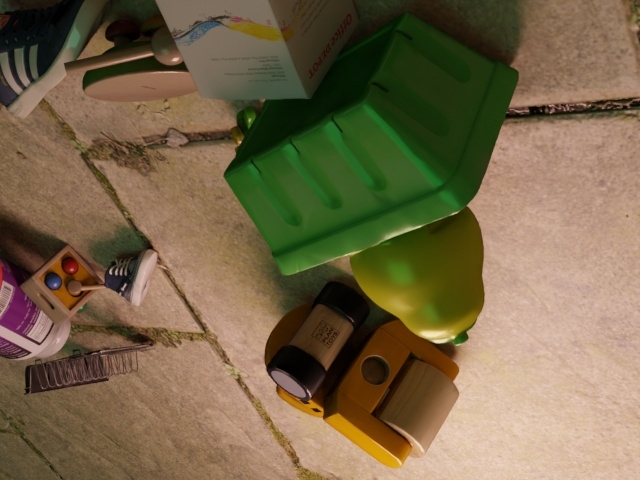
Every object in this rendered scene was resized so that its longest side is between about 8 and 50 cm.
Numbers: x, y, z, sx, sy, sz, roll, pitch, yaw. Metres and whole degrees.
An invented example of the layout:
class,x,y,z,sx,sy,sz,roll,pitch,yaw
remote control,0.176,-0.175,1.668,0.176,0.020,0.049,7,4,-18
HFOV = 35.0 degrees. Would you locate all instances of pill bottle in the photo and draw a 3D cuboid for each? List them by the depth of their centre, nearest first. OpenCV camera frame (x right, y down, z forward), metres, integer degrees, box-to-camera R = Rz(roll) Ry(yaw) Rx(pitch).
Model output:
class,x,y,z,sx,sy,sz,roll,pitch,yaw
pill bottle,-0.663,0.138,2.106,0.182,0.181,0.323,8,160,26

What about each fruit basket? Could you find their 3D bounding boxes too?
class,x,y,z,sx,sy,sz,roll,pitch,yaw
fruit basket,0.105,-0.057,1.329,0.392,0.282,0.392,16,145,12

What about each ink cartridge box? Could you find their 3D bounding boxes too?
class,x,y,z,sx,sy,sz,roll,pitch,yaw
ink cartridge box,-0.085,-0.311,1.247,0.168,0.171,0.232,4,136,30

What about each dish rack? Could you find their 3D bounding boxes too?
class,x,y,z,sx,sy,sz,roll,pitch,yaw
dish rack,-0.495,0.272,2.197,0.272,0.208,0.074,-17,82,43

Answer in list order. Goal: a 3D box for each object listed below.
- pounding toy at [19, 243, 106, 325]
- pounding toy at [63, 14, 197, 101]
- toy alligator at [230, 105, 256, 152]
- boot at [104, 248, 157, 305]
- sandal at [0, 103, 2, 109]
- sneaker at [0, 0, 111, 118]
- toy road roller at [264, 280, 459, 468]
class,x,y,z,sx,sy,sz,roll,pitch,yaw
pounding toy,-0.496,0.091,2.043,0.141,0.130,0.100,49,141,-11
pounding toy,-0.257,-0.275,1.446,0.183,0.110,0.237,-7,176,1
toy alligator,-0.104,-0.142,1.564,0.189,0.056,0.051,81,162,-48
boot,-0.372,0.061,1.958,0.086,0.069,0.190,27,145,-1
sandal,-0.643,-0.321,1.676,0.120,0.086,0.302,-6,129,36
sneaker,-0.441,-0.303,1.527,0.148,0.131,0.350,39,143,-19
toy road roller,0.055,0.245,1.794,0.330,0.202,0.240,36,155,0
